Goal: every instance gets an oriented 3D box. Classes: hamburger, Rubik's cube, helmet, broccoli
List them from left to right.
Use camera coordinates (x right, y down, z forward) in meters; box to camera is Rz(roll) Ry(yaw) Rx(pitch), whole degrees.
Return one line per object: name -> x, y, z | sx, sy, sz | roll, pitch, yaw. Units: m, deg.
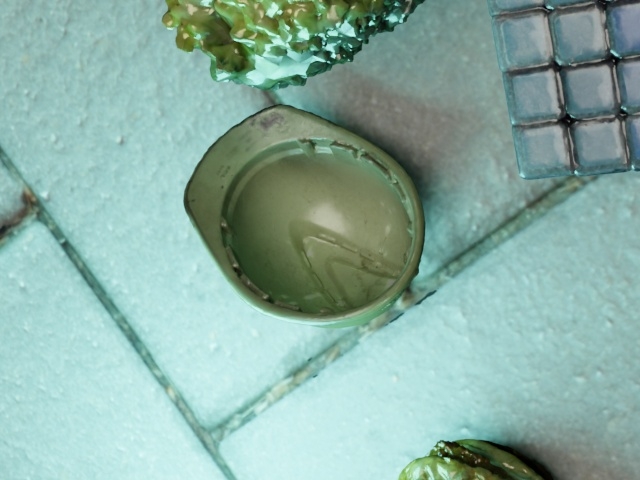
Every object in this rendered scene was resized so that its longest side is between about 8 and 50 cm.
broccoli -> -0.019, -0.299, 1.163 | 0.281, 0.293, 0.348 | 45, 84, -14
helmet -> -0.002, -0.001, 1.349 | 0.204, 0.137, 0.257 | -43, 64, -8
hamburger -> 0.163, 0.296, 1.379 | 0.183, 0.130, 0.206 | 29, 133, 16
Rubik's cube -> 0.285, -0.194, 1.102 | 0.237, 0.238, 0.237 | -7, 103, 26
